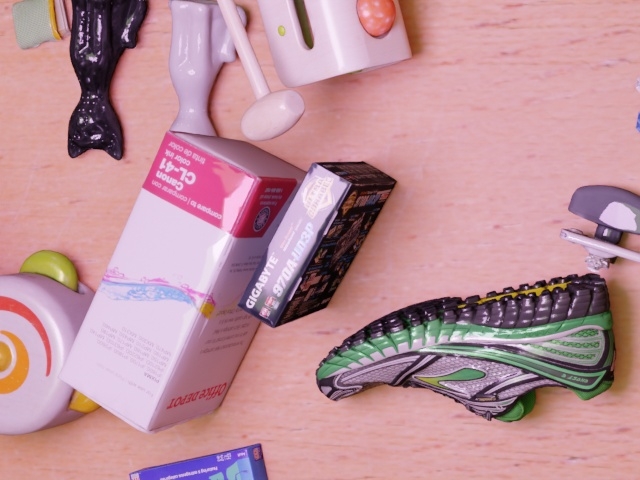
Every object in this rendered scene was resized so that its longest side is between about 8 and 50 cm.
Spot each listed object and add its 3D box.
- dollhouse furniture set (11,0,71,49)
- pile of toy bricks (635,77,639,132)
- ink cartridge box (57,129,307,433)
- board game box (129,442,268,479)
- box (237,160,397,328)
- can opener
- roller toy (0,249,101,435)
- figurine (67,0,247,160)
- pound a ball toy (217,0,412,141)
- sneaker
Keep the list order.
[{"bbox_3d":[-0.360,-0.313,1.931,0.076,0.058,0.152,-13,87,20],"label":"dollhouse furniture set"},{"bbox_3d":[0.426,-0.098,1.646,0.105,0.118,0.212,-28,61,-12],"label":"pile of toy bricks"},{"bbox_3d":[-0.140,0.042,1.771,0.131,0.226,0.306,29,99,16],"label":"ink cartridge box"},{"bbox_3d":[-0.126,0.359,1.865,0.160,0.047,0.210,-15,86,19],"label":"board game box"},{"bbox_3d":[0.000,0.000,1.724,0.051,0.220,0.175,31,101,12],"label":"box"},{"bbox_3d":[0.385,0.020,1.666,0.280,0.074,0.093,22,97,18],"label":"can opener"},{"bbox_3d":[-0.352,0.136,1.889,0.191,0.146,0.209,-32,81,18],"label":"roller toy"},{"bbox_3d":[-0.202,-0.186,1.872,0.214,0.092,0.210,10,102,18],"label":"figurine"},{"bbox_3d":[-0.011,-0.284,1.702,0.135,0.208,0.319,-12,94,43],"label":"pound a ball toy"},{"bbox_3d":[0.153,0.139,1.720,0.343,0.134,0.146,-11,97,24],"label":"sneaker"}]
